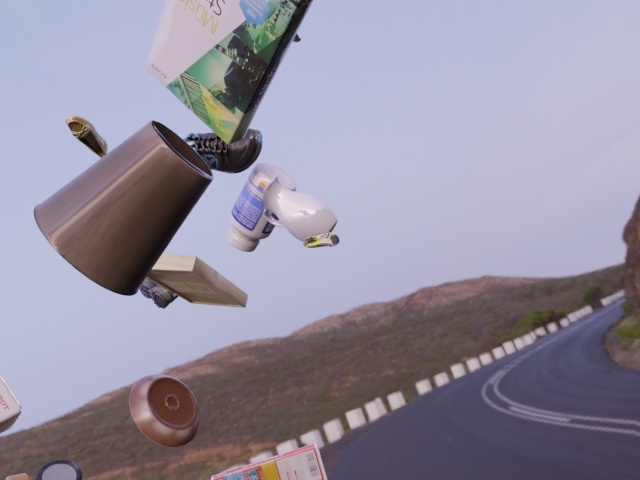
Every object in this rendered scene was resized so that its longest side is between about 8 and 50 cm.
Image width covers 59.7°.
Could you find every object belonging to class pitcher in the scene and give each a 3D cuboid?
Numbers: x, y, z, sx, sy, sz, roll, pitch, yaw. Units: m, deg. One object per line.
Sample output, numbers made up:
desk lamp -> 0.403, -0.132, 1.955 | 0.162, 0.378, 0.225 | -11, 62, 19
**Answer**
pitcher -> -0.065, -0.064, 1.556 | 0.125, 0.207, 0.178 | -54, -7, -30

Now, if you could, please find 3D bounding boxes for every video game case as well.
video game case -> -0.117, 0.665, 1.440 | 0.284, 0.204, 0.025 | -16, 1, -5

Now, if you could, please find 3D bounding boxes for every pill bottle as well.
pill bottle -> -0.202, -0.101, 1.801 | 0.152, 0.152, 0.272 | 1, -51, -49

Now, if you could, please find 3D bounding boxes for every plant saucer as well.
plant saucer -> -0.374, 0.409, 1.379 | 0.036, 0.199, 0.198 | -44, -26, 23

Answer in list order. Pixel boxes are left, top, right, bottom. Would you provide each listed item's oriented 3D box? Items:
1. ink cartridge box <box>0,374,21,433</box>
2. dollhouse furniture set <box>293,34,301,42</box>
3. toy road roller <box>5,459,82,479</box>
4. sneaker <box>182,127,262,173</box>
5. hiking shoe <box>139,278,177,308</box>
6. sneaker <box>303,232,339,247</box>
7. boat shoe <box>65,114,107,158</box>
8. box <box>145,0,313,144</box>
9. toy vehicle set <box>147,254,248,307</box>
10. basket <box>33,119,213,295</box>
ink cartridge box -> -0.714, 0.329, 1.058 | 0.093, 0.154, 0.212 | -46, -12, 34
dollhouse furniture set -> -0.132, -0.545, 1.454 | 0.059, 0.151, 0.076 | -60, -15, -4
toy road roller -> -0.618, 0.646, 1.153 | 0.240, 0.329, 0.203 | 2, -57, -37
sneaker -> -0.327, -0.268, 1.680 | 0.340, 0.125, 0.139 | -10, -17, 31
hiking shoe -> -0.470, 0.120, 1.644 | 0.114, 0.226, 0.086 | -31, -51, -28
sneaker -> 0.000, 0.000, 1.225 | 0.083, 0.031, 0.035 | -3, -2, -16
boat shoe -> -0.661, -0.293, 1.584 | 0.056, 0.048, 0.153 | -24, -36, 4
box -> -0.172, -0.360, 0.974 | 0.058, 0.232, 0.322 | -40, -10, -47
toy vehicle set -> -0.303, 0.099, 1.325 | 0.165, 0.035, 0.267 | 2, -23, 21
basket -> -0.291, -0.063, 0.871 | 0.227, 0.204, 0.154 | -45, 7, 8
